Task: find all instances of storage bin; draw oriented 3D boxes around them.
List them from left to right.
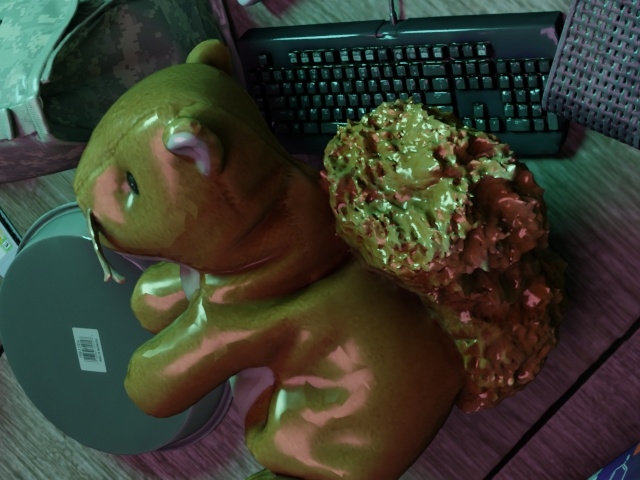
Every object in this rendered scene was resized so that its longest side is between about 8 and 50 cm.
[{"bbox_3d":[0.246,-0.173,1.090,0.084,0.122,0.180,27,121,22],"label":"storage bin"}]

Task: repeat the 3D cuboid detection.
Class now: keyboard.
[{"bbox_3d":[0.063,-0.169,1.266,0.317,0.033,0.202,1,109,31],"label":"keyboard"}]

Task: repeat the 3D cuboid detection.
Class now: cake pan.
[{"bbox_3d":[-0.225,0.103,1.533,0.293,0.054,0.293,12,116,25],"label":"cake pan"}]

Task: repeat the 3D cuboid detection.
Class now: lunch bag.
[{"bbox_3d":[-0.247,-0.141,1.313,0.235,0.287,0.169,-8,104,35],"label":"lunch bag"}]

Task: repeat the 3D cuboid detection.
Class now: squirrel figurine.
[{"bbox_3d":[0.000,0.000,1.206,0.397,0.281,0.370,-21,112,19],"label":"squirrel figurine"}]

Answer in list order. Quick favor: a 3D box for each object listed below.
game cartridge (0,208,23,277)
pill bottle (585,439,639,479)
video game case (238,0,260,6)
[{"bbox_3d":[-0.358,0.000,1.609,0.083,0.017,0.056,53,130,3],"label":"game cartridge"},{"bbox_3d":[0.299,0.250,1.190,0.181,0.181,0.323,48,126,7],"label":"pill bottle"},{"bbox_3d":[-0.039,-0.411,1.230,0.329,0.036,0.300,-35,89,38],"label":"video game case"}]
